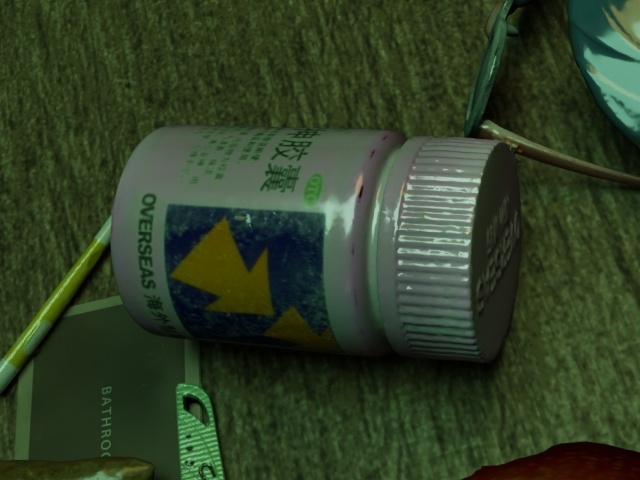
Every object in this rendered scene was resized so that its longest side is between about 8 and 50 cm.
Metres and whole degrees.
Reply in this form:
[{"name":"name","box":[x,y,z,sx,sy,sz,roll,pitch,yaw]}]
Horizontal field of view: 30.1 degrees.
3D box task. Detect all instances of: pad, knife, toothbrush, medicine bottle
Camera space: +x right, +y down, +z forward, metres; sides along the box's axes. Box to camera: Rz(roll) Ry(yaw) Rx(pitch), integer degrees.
[{"name":"pad","box":[-0.182,0.164,1.011,0.176,0.002,0.266,-13,58,12]},{"name":"knife","box":[-0.083,0.239,0.920,0.043,0.020,0.293,-14,57,2]},{"name":"toothbrush","box":[-0.213,0.021,1.088,0.024,0.021,0.288,20,68,40]},{"name":"medicine bottle","box":[0.000,0.000,0.934,0.290,0.178,0.178,4,63,22]}]

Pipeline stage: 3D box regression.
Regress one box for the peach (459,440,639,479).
[{"name":"peach","box":[0.141,0.292,0.611,0.388,0.388,0.388,-9,59,15]}]

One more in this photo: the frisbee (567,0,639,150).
[{"name":"frisbee","box":[0.341,-0.173,0.932,0.289,0.049,0.289,0,70,-1]}]

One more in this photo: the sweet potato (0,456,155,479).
[{"name":"sweet potato","box":[-0.299,0.224,0.962,0.341,0.092,0.114,-5,44,18]}]

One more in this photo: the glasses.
[{"name":"glasses","box":[0.266,-0.142,1.007,0.268,0.118,0.234,24,69,8]}]
